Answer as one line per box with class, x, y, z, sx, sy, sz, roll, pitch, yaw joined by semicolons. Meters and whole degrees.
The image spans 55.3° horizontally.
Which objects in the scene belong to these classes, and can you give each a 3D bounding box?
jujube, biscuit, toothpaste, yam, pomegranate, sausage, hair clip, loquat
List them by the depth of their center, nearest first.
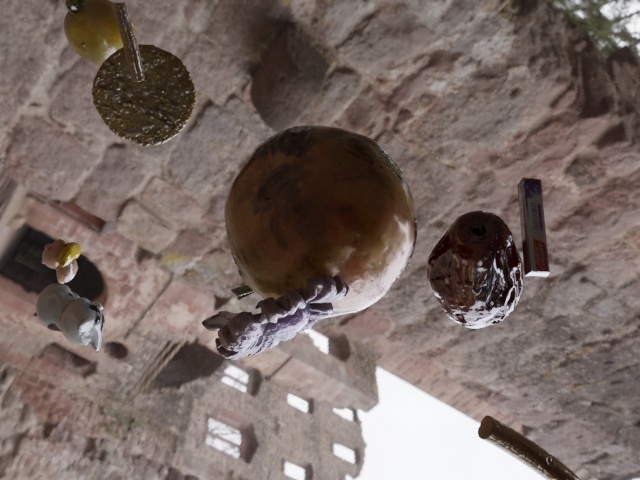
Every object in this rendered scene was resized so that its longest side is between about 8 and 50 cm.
hair clip;-0.081;0.112;0.813;0.173;0.069;0.300;-22;178;-30
pomegranate;-0.002;-0.030;0.972;0.322;0.322;0.322;-47;-157;27
yam;-0.359;-0.372;1.148;0.032;0.032;0.145;-91;175;-56
toothpaste;0.421;-0.027;1.202;0.040;0.047;0.196;101;-9;-71
jujube;0.319;0.063;1.247;0.198;0.290;0.197;-6;-129;8
biscuit;-0.375;-0.308;1.305;0.219;0.220;0.033;-53;-165;13
sausage;0.502;0.514;1.448;0.065;0.301;0.065;-51;-166;18
loquat;-0.546;-0.519;1.502;0.172;0.204;0.149;15;-110;34

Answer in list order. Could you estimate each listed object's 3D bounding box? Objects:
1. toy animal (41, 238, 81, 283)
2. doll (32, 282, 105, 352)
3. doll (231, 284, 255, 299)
toy animal;-0.638;0.043;1.498;0.091;0.082;0.114;-81;-176;-48
doll;-0.563;0.169;1.389;0.181;0.110;0.106;19;-117;28
doll;-0.089;0.042;1.254;0.221;0.105;0.115;-48;-128;4
